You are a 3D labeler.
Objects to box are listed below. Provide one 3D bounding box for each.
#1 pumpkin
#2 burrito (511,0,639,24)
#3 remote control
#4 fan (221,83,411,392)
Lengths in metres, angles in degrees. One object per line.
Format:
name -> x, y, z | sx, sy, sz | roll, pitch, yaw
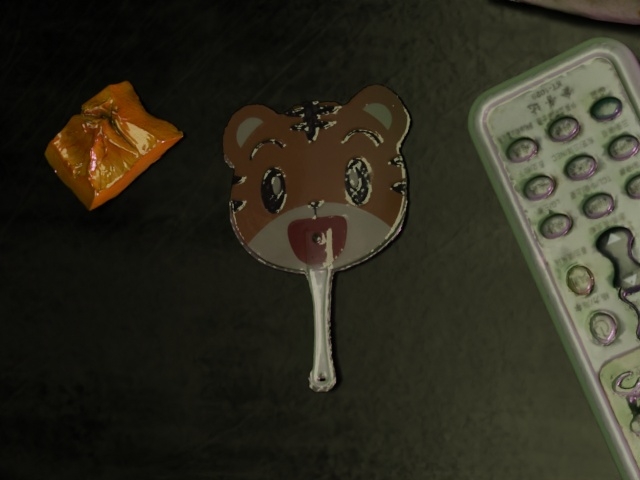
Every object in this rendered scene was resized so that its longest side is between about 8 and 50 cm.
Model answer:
pumpkin -> -0.167, -0.075, 1.285 | 0.101, 0.035, 0.073 | -43, 77, 10
burrito -> 0.248, -0.189, 1.127 | 0.309, 0.066, 0.096 | 12, 93, 23
remote control -> 0.218, 0.031, 1.124 | 0.128, 0.065, 0.335 | -25, 78, 14
fan -> 0.000, 0.000, 1.233 | 0.152, 0.008, 0.227 | -5, 84, 18
